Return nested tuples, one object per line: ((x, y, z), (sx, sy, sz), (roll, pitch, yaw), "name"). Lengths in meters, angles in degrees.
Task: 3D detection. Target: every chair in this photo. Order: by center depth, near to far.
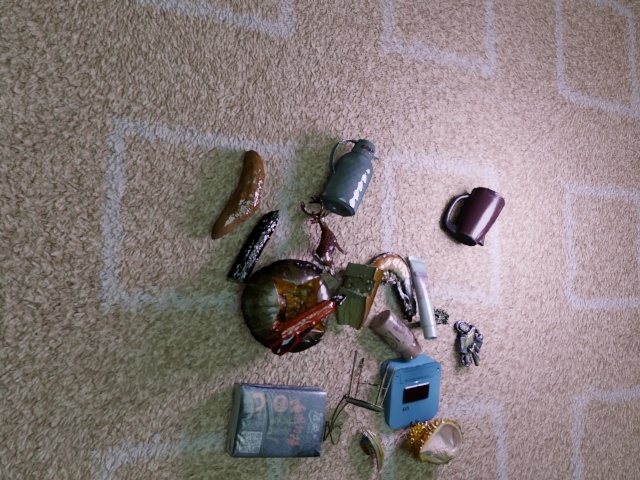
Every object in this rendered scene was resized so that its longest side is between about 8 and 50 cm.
((0.143, 0.567, 1.804), (0.160, 0.170, 0.325), (56, 50, -61), "chair")

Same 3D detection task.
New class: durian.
((0.427, 0.753, 1.953), (0.250, 0.138, 0.183), (23, 75, -29), "durian")

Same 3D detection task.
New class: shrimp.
((0.264, 0.193, 1.965), (0.222, 0.054, 0.290), (-21, 92, -27), "shrimp")

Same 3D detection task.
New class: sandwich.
((0.133, 0.199, 1.852), (0.128, 0.122, 0.235), (36, 71, -66), "sandwich")

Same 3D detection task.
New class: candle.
((-0.036, 0.252, 1.603), (0.302, 0.059, 0.084), (-31, 112, -22), "candle")

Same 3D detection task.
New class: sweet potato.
((-0.255, -0.143, 1.728), (0.114, 0.092, 0.341), (20, 76, 3), "sweet potato")

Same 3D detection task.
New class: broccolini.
((0.423, 0.306, 2.009), (0.201, 0.074, 0.058), (-3, 105, -37), "broccolini")

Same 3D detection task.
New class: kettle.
((0.625, -0.101, 2.124), (0.202, 0.144, 0.232), (33, 74, 1), "kettle")

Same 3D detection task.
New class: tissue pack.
((-0.140, 0.599, 1.712), (0.316, 0.103, 0.227), (11, 83, -24), "tissue pack")

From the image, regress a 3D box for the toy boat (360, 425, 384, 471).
((0.191, 0.758, 1.881), (0.066, 0.065, 0.172), (-24, 96, -3), "toy boat")

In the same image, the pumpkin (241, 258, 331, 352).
((-0.110, 0.215, 1.708), (0.320, 0.192, 0.320), (2, 86, -28), "pumpkin")

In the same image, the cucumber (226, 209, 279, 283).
((-0.221, 0.014, 1.742), (0.072, 0.072, 0.300), (33, 71, -20), "cucumber")

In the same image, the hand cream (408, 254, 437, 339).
((0.395, 0.217, 1.994), (0.085, 0.058, 0.331), (9, 60, -30), "hand cream")

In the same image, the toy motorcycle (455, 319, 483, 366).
((0.616, 0.419, 2.113), (0.124, 0.061, 0.193), (-2, 79, -19), "toy motorcycle")

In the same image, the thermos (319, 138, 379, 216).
((0.101, -0.244, 1.876), (0.182, 0.145, 0.286), (31, 72, -23), "thermos")

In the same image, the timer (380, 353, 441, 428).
((0.343, 0.578, 1.977), (0.232, 0.091, 0.250), (-3, 99, -27), "timer")

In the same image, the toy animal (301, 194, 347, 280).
((0.018, -0.007, 1.808), (0.087, 0.243, 0.260), (-21, 125, 14), "toy animal")

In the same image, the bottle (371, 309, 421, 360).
((0.295, 0.359, 1.947), (0.209, 0.097, 0.110), (46, 45, -16), "bottle")
